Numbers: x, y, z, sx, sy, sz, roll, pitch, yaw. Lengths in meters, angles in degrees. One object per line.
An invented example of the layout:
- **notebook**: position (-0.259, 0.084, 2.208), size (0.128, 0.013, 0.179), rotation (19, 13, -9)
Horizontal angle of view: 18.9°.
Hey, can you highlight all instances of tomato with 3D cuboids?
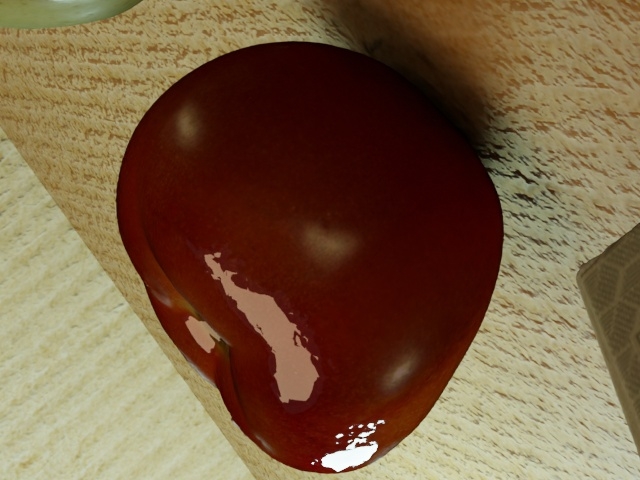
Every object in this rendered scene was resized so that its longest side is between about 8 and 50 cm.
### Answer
- **tomato**: position (0.000, 0.000, 1.295), size (0.298, 0.226, 0.298), rotation (54, 167, 18)

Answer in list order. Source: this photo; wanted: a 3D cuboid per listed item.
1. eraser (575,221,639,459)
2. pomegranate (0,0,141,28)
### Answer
- **eraser**: position (0.216, 0.129, 0.850), size (0.098, 0.096, 0.404), rotation (36, -157, -28)
- **pomegranate**: position (-0.174, -0.272, 1.051), size (0.319, 0.319, 0.319), rotation (46, 164, 17)
